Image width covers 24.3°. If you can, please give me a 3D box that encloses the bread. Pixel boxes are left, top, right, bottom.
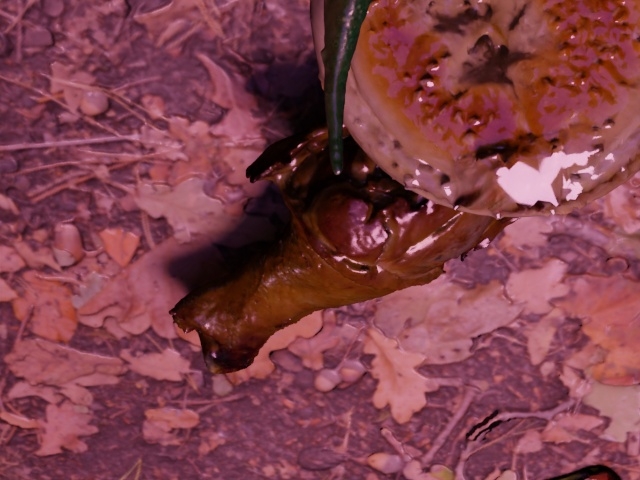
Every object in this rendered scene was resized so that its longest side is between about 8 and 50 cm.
[{"bbox_3d":[0.137,-0.167,1.116,0.305,0.159,0.305,2,103,7],"label":"bread"}]

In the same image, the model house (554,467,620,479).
[{"bbox_3d":[0.272,0.408,1.568,0.207,0.154,0.294,-21,123,18],"label":"model house"}]

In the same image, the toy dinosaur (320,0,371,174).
[{"bbox_3d":[0.083,-0.274,0.979,0.301,0.087,0.447,-7,109,9],"label":"toy dinosaur"}]

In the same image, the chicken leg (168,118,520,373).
[{"bbox_3d":[0.000,-0.005,1.288,0.361,0.140,0.211,-29,128,19],"label":"chicken leg"}]
